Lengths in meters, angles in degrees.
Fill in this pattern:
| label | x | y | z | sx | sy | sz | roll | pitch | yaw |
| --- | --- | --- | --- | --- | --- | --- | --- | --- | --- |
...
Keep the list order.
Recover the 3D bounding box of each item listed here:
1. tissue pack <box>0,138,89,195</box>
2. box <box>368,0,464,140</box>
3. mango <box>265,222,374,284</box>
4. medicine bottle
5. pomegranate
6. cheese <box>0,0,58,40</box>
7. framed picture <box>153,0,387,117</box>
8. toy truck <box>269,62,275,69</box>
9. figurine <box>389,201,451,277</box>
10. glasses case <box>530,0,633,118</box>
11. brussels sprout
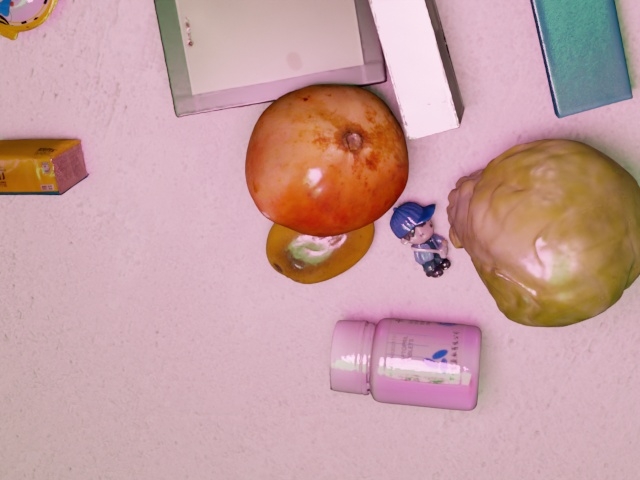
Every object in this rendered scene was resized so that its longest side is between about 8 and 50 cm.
| label | x | y | z | sx | sy | sz | roll | pitch | yaw |
| --- | --- | --- | --- | --- | --- | --- | --- | --- | --- |
| tissue pack | -0.519 | -0.133 | 1.496 | 0.169 | 0.120 | 0.082 | 1 | 113 | 13 |
| box | 0.148 | -0.283 | 1.283 | 0.086 | 0.129 | 0.225 | -13 | 107 | 17 |
| mango | 0.000 | 0.000 | 1.445 | 0.195 | 0.098 | 0.137 | -24 | 99 | 14 |
| medicine bottle | 0.149 | 0.211 | 1.463 | 0.254 | 0.152 | 0.152 | 5 | 112 | 11 |
| pomegranate | 0.000 | -0.116 | 1.319 | 0.270 | 0.252 | 0.229 | -32 | 72 | 60 |
| cheese | -0.495 | -0.459 | 1.396 | 0.156 | 0.064 | 0.250 | 25 | 102 | 1 |
| framed picture | -0.083 | -0.349 | 1.312 | 0.347 | 0.016 | 0.265 | -10 | 101 | 2 |
| toy truck | -0.142 | -0.341 | 1.362 | 0.201 | 0.074 | 0.088 | 43 | 104 | -5 |
| figurine | 0.169 | -0.005 | 1.428 | 0.079 | 0.077 | 0.136 | 13 | 136 | 44 |
| glasses case | 0.374 | -0.343 | 1.247 | 0.117 | 0.070 | 0.301 | -14 | 105 | 11 |
| brussels sprout | 0.352 | -0.018 | 1.279 | 0.273 | 0.317 | 0.243 | -34 | 133 | 4 |
